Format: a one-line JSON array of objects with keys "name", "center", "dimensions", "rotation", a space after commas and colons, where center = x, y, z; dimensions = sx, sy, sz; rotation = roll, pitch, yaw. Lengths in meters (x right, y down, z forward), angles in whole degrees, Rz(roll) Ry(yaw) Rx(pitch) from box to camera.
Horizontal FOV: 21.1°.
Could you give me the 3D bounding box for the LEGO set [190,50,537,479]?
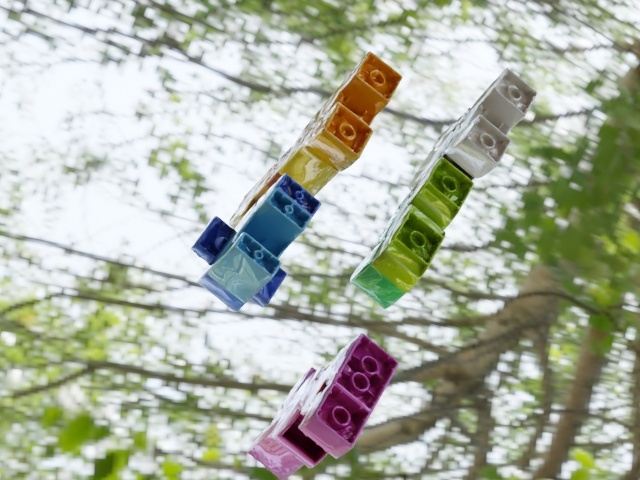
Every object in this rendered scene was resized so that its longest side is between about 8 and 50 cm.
[{"name": "LEGO set", "center": [0.000, 0.000, 0.724], "dimensions": [0.087, 0.227, 0.093], "rotation": [39, -44, -7]}]
